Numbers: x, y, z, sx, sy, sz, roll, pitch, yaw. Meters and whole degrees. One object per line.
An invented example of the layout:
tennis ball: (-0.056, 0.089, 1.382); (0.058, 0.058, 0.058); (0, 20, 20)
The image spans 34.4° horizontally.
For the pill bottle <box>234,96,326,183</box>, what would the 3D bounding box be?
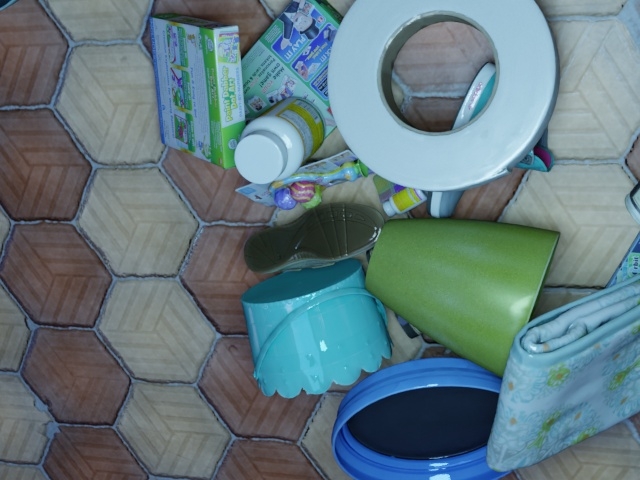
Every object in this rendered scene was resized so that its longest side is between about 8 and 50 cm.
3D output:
pill bottle: (-0.073, -0.172, 1.812); (0.118, 0.208, 0.117); (6, 113, 15)

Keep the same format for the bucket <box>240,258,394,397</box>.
bucket: (-0.011, 0.159, 1.953); (0.281, 0.281, 0.183); (-12, 103, 22)

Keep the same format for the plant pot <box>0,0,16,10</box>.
plant pot: (-0.597, -0.570, 1.880); (0.290, 0.195, 0.290); (7, 114, 16)

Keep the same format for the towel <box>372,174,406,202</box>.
towel: (0.135, -0.112, 1.914); (0.083, 0.009, 0.060); (-32, 57, 26)

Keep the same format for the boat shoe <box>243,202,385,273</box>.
boat shoe: (0.000, 0.000, 1.965); (0.302, 0.098, 0.109); (-17, 78, 30)

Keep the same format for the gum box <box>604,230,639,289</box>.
gum box: (0.622, 0.072, 1.829); (0.184, 0.041, 0.157); (28, 118, 7)

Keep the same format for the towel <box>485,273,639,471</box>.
towel: (0.461, 0.225, 1.762); (0.090, 0.375, 0.320); (50, 150, 42)

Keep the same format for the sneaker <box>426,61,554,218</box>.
sneaker: (0.311, -0.142, 1.805); (0.178, 0.124, 0.295); (28, 116, 16)

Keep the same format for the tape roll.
tape roll: (0.203, -0.272, 1.725); (0.392, 0.072, 0.391); (0, 91, 19)

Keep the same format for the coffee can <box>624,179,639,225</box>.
coffee can: (0.652, -0.114, 1.652); (0.202, 0.201, 0.275); (34, 118, 2)

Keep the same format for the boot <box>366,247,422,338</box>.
boot: (0.185, 0.074, 1.967); (0.137, 0.077, 0.198); (-28, 108, 17)

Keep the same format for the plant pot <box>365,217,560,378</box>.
plant pot: (0.239, 0.069, 1.831); (0.294, 0.275, 0.274); (19, 116, 14)

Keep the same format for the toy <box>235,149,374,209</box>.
toy: (-0.021, -0.094, 1.918); (0.237, 0.137, 0.056); (-20, 69, 22)

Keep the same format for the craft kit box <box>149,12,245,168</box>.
craft kit box: (-0.224, -0.277, 1.881); (0.247, 0.061, 0.249); (27, 126, 52)

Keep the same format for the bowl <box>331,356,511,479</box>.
bowl: (0.215, 0.356, 1.965); (0.391, 0.077, 0.391); (-2, 138, -1)

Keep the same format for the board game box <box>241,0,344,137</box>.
board game box: (-0.049, -0.279, 1.904); (0.213, 0.046, 0.317); (44, 117, -4)

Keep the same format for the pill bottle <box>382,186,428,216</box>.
pill bottle: (0.158, -0.077, 1.919); (0.083, 0.043, 0.043); (-30, 100, 26)
